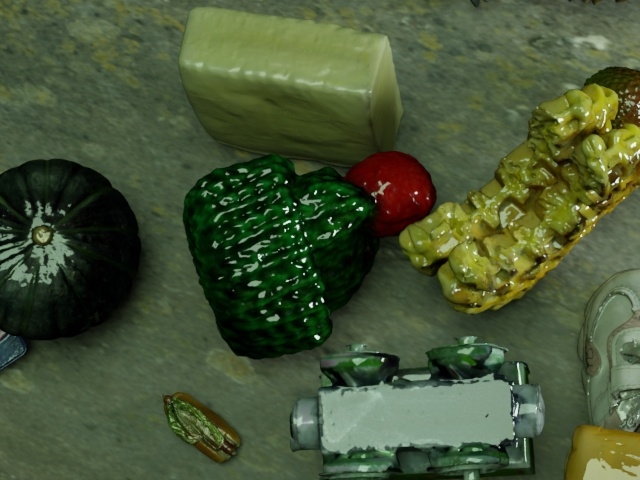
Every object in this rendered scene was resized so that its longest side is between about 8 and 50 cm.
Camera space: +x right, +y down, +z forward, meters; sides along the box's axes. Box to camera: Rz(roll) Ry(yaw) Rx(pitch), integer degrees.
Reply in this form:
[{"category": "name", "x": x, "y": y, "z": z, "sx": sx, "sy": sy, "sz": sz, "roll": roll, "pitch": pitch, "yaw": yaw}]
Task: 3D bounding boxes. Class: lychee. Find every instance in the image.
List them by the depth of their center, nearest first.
[{"category": "lychee", "x": 0.406, "y": -0.173, "z": 1.958, "sx": 0.114, "sy": 0.114, "sz": 0.146, "roll": -38, "pitch": 52, "yaw": -2}]

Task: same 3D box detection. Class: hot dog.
[{"category": "hot dog", "x": -0.163, "y": 0.247, "z": 1.977, "sx": 0.133, "sy": 0.041, "sz": 0.056, "roll": 37, "pitch": 83, "yaw": 17}]

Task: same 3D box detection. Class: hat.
[{"category": "hat", "x": 0.000, "y": 0.000, "z": 1.910, "sx": 0.332, "sy": 0.274, "sz": 0.242, "roll": -20, "pitch": 67, "yaw": -5}]

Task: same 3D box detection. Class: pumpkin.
[{"category": "pumpkin", "x": -0.369, "y": 0.016, "z": 2.001, "sx": 0.250, "sy": 0.216, "sz": 0.250, "roll": 5, "pitch": 77, "yaw": -23}]

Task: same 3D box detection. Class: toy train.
[{"category": "toy train", "x": 0.123, "y": 0.219, "z": 1.824, "sx": 0.307, "sy": 0.249, "sz": 0.173, "roll": -5, "pitch": 76, "yaw": 10}]

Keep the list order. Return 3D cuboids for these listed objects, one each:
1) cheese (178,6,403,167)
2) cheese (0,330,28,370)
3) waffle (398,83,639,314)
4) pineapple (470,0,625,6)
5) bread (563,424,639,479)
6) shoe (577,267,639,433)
[{"category": "cheese", "x": -0.037, "y": -0.198, "z": 1.975, "sx": 0.265, "sy": 0.242, "sz": 0.124, "roll": 10, "pitch": 67, "yaw": 13}, {"category": "cheese", "x": -0.492, "y": 0.075, "z": 2.076, "sx": 0.155, "sy": 0.062, "sz": 0.244, "roll": -35, "pitch": 73, "yaw": 0}, {"category": "waffle", "x": 0.266, "y": -0.046, "z": 1.856, "sx": 0.324, "sy": 0.261, "sz": 0.151, "roll": -42, "pitch": 72, "yaw": 18}, {"category": "pineapple", "x": 0.282, "y": -0.415, "z": 2.011, "sx": 0.357, "sy": 0.223, "sz": 0.223, "roll": -7, "pitch": 73, "yaw": 17}, {"category": "bread", "x": 0.371, "y": 0.278, "z": 1.657, "sx": 0.200, "sy": 0.077, "sz": 0.116, "roll": 9, "pitch": 72, "yaw": 13}, {"category": "shoe", "x": 0.410, "y": 0.195, "z": 1.806, "sx": 0.172, "sy": 0.198, "sz": 0.351, "roll": -7, "pitch": 74, "yaw": 8}]
